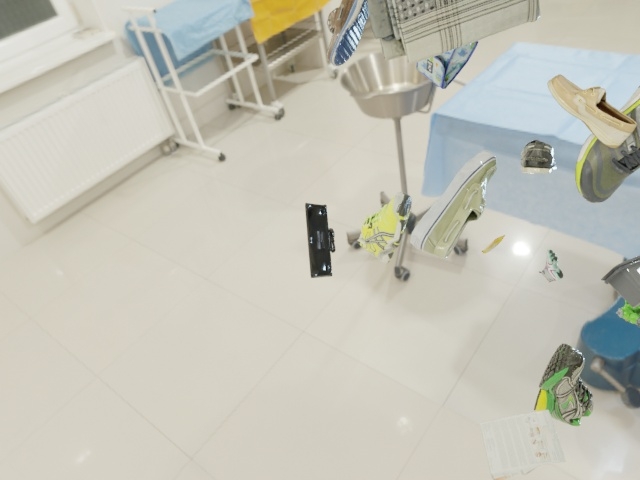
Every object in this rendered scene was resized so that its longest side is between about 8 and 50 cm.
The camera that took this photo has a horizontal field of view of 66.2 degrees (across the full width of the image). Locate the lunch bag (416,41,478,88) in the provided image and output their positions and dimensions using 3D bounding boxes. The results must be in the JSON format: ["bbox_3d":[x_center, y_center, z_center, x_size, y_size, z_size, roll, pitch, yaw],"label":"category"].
[{"bbox_3d":[0.346,-0.527,1.393,0.096,0.151,0.129,-5,44,-36],"label":"lunch bag"}]

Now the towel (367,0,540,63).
[{"bbox_3d":[0.235,-0.509,0.902,0.324,0.312,0.056,-14,39,11],"label":"towel"}]

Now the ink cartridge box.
[{"bbox_3d":[0.509,0.517,1.245,0.179,0.045,0.145,-17,34,17],"label":"ink cartridge box"}]

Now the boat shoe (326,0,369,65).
[{"bbox_3d":[0.052,-0.451,1.025,0.066,0.066,0.183,24,85,25],"label":"boat shoe"}]

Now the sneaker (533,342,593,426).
[{"bbox_3d":[0.721,0.420,1.415,0.146,0.344,0.134,22,59,33],"label":"sneaker"}]

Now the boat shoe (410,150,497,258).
[{"bbox_3d":[0.327,-0.079,1.127,0.094,0.109,0.302,35,75,22],"label":"boat shoe"}]

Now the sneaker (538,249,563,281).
[{"bbox_3d":[0.705,0.082,1.525,0.038,0.069,0.098,0,70,-25],"label":"sneaker"}]

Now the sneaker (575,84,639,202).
[{"bbox_3d":[0.581,-0.188,0.871,0.111,0.300,0.121,18,29,-20],"label":"sneaker"}]

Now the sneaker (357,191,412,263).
[{"bbox_3d":[0.218,-0.042,1.731,0.147,0.385,0.145,22,59,6],"label":"sneaker"}]

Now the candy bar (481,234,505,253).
[{"bbox_3d":[0.572,0.015,1.627,0.040,0.161,0.018,-29,75,-4],"label":"candy bar"}]

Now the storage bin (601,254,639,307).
[{"bbox_3d":[0.736,0.094,1.126,0.135,0.098,0.091,-16,58,-15],"label":"storage bin"}]

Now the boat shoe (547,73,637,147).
[{"bbox_3d":[0.479,-0.241,0.862,0.063,0.059,0.170,-32,74,-37],"label":"boat shoe"}]

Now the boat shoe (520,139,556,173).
[{"bbox_3d":[0.534,-0.206,1.201,0.084,0.079,0.233,1,10,23],"label":"boat shoe"}]

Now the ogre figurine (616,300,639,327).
[{"bbox_3d":[1.062,0.234,1.610,0.197,0.097,0.118,-36,33,-27],"label":"ogre figurine"}]

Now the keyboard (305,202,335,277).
[{"bbox_3d":[0.000,0.000,1.203,0.023,0.180,0.108,-7,-5,40],"label":"keyboard"}]
